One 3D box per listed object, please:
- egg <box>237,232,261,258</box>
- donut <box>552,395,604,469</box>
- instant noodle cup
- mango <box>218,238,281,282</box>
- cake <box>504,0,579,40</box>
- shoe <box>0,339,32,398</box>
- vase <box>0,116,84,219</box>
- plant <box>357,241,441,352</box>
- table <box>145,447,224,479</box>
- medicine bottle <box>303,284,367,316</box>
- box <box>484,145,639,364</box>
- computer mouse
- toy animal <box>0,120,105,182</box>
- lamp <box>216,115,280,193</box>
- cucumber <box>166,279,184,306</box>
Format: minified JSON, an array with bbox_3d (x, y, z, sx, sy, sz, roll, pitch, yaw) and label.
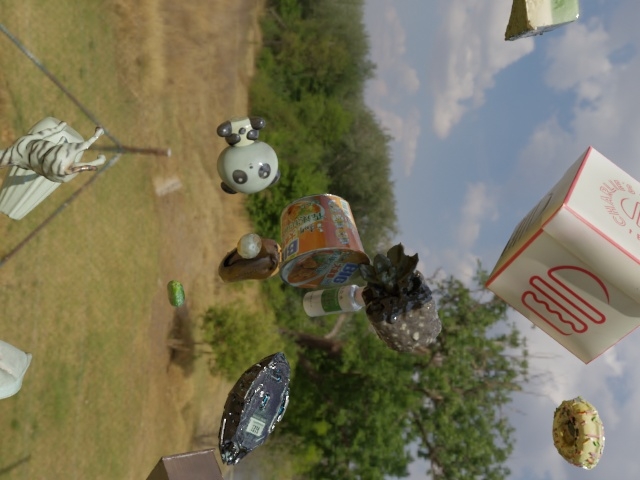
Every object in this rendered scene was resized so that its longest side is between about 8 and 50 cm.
[{"bbox_3d":[-0.213,0.012,2.031,0.071,0.071,0.083,95,9,-49],"label":"egg"},{"bbox_3d":[0.629,0.473,1.660,0.174,0.068,0.175,-177,-90,-82],"label":"donut"},{"bbox_3d":[0.000,0.000,2.135,0.296,0.296,0.214,96,-14,-61],"label":"instant noodle cup"},{"bbox_3d":[-0.252,0.082,2.439,0.151,0.248,0.156,-94,158,-77],"label":"mango"},{"bbox_3d":[0.659,-0.652,2.032,0.284,0.157,0.172,86,-3,-65],"label":"cake"},{"bbox_3d":[-0.609,0.229,1.258,0.251,0.103,0.100,-151,-120,-78],"label":"shoe"},{"bbox_3d":[-0.654,-0.159,1.552,0.248,0.128,0.128,-52,-175,5],"label":"vase"},{"bbox_3d":[0.236,0.174,2.069,0.213,0.215,0.312,-107,177,-54],"label":"plant"},{"bbox_3d":[-0.349,0.692,1.793,0.169,0.172,0.193,-55,-131,30],"label":"table"},{"bbox_3d":[0.066,0.211,2.375,0.095,0.259,0.095,24,61,-53],"label":"medicine bottle"},{"bbox_3d":[0.610,0.033,1.528,0.314,0.312,0.300,-46,172,-47],"label":"box"},{"bbox_3d":[-0.136,0.325,1.329,0.146,0.077,0.242,46,65,-49],"label":"computer mouse"},{"bbox_3d":[-0.557,-0.182,1.356,0.170,0.254,0.090,-72,164,-52],"label":"toy animal"},{"bbox_3d":[-0.236,-0.266,2.131,0.198,0.197,0.244,-90,173,-62],"label":"lamp"},{"bbox_3d":[-0.461,0.170,2.136,0.250,0.056,0.056,113,-19,-66],"label":"cucumber"}]
